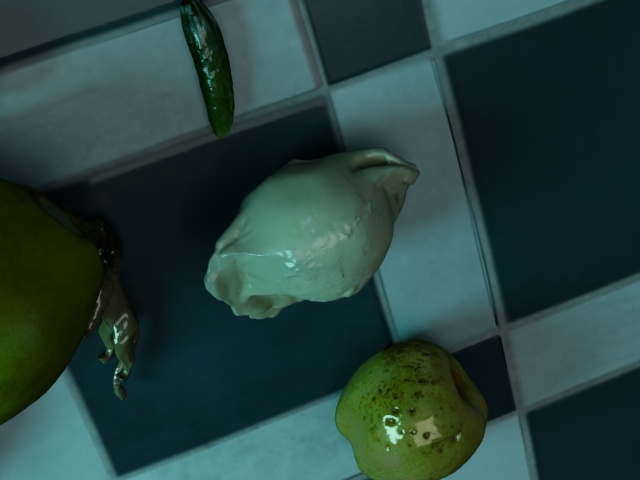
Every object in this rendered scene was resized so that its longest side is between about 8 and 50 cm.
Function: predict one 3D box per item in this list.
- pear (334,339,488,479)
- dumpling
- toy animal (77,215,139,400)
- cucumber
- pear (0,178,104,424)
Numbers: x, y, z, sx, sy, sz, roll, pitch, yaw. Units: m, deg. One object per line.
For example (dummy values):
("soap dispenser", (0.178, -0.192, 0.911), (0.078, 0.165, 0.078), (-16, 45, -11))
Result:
("pear", (0.103, 0.206, 1.212), (0.178, 0.178, 0.177), (-6, 114, -14))
("dumpling", (0.000, 0.000, 1.105), (0.258, 0.147, 0.193), (-34, 148, -6))
("toy animal", (-0.237, 0.083, 1.103), (0.086, 0.069, 0.219), (-21, 121, -28))
("cucumber", (-0.111, -0.179, 1.044), (0.039, 0.039, 0.167), (-16, 118, -9))
("pear", (-0.357, 0.063, 0.950), (0.321, 0.269, 0.269), (-34, 120, -27))
